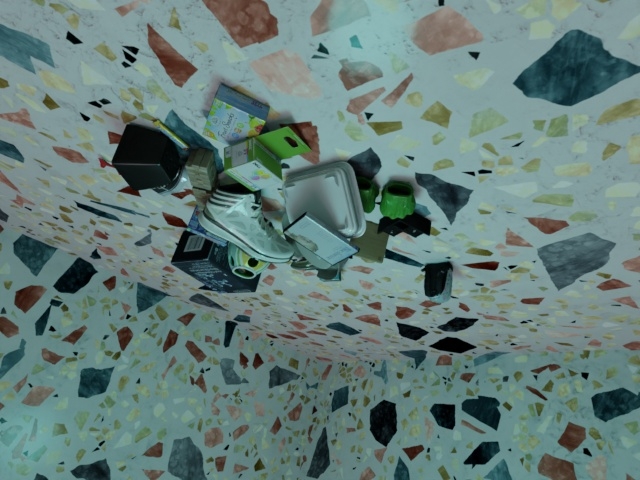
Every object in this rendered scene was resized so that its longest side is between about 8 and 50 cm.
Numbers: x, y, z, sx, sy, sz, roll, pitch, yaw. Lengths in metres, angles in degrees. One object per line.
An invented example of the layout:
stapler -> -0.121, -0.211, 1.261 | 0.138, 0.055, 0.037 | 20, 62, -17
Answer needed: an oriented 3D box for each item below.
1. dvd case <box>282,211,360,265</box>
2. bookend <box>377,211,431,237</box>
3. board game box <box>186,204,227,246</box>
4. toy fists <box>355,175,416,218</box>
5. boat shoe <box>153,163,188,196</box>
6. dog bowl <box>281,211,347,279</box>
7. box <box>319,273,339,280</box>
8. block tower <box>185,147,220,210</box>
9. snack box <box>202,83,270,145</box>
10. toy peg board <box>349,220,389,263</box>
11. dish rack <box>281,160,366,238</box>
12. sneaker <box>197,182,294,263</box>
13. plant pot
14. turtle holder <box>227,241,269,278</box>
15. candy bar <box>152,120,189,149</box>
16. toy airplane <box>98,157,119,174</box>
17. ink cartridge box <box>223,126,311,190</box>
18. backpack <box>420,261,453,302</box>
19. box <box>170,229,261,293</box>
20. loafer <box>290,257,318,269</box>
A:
dvd case -> 0.000, 0.000, 1.626 | 0.252, 0.022, 0.180 | 33, 145, -18
bookend -> 0.345, -0.055, 1.786 | 0.156, 0.073, 0.157 | 25, 151, -20
board game box -> -0.530, -0.072, 2.090 | 0.201, 0.136, 0.035 | 26, 150, -21
toy fists -> 0.220, -0.160, 1.631 | 0.278, 0.096, 0.142 | 10, 142, 11
boat shoe -> -0.648, -0.266, 1.815 | 0.104, 0.113, 0.306 | 22, 164, -36
dog bowl -> -0.016, 0.000, 1.861 | 0.348, 0.102, 0.349 | 37, 148, 28
box -> 0.054, 0.182, 2.262 | 0.100, 0.060, 0.244 | -3, 173, 5
block tower -> -0.480, -0.243, 1.801 | 0.090, 0.097, 0.336 | 13, 150, 1
snack box -> -0.286, -0.399, 1.444 | 0.174, 0.070, 0.207 | 21, 151, -18
toy peg board -> 0.205, 0.008, 1.891 | 0.161, 0.161, 0.079 | 16, 168, -4
dish rack -> -0.005, -0.128, 1.626 | 0.332, 0.072, 0.286 | -8, 100, 37
sneaker -> -0.265, -0.082, 1.821 | 0.447, 0.169, 0.258 | 27, 119, -19
plant pot -> -0.654, -0.311, 1.660 | 0.166, 0.188, 0.188 | 5, 153, 6
turtle holder -> -0.323, 0.058, 2.137 | 0.319, 0.228, 0.243 | -7, 145, 35
candy bar -> -0.563, -0.397, 1.633 | 0.040, 0.018, 0.161 | -8, 144, 36
toy airplane -> -0.911, -0.330, 1.905 | 0.151, 0.028, 0.151 | 10, 150, 6
ink cartridge box -> -0.179, -0.278, 1.498 | 0.254, 0.097, 0.188 | -13, 159, 22
backpack -> 0.560, 0.203, 2.046 | 0.151, 0.182, 0.115 | -16, 140, 42
box -> -0.554, 0.116, 2.369 | 0.293, 0.212, 0.395 | -7, 147, 33
loafer -> -0.041, 0.109, 2.262 | 0.250, 0.088, 0.094 | -5, 173, 22
